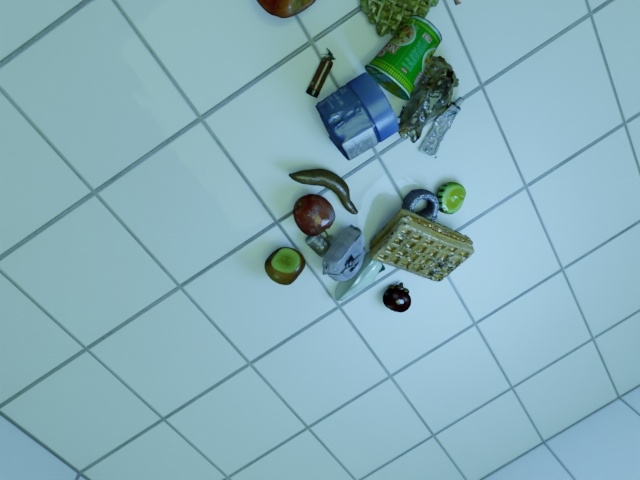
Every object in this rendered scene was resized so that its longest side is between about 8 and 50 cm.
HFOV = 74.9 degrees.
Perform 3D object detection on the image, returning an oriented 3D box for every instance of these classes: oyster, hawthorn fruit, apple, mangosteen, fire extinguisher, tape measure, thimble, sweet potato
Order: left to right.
[{"bbox_3d":[-0.151,0.105,1.734,0.147,0.163,0.146,37,58,-8],"label":"apple"},{"bbox_3d":[-0.104,-0.869,1.347,0.272,0.251,0.206,-38,93,20],"label":"apple"},{"bbox_3d":[-0.027,-0.105,1.679,0.173,0.173,0.172,-3,110,-8],"label":"hawthorn fruit"},{"bbox_3d":[0.003,-0.625,1.557,0.062,0.050,0.177,32,104,21],"label":"fire extinguisher"},{"bbox_3d":[0.038,-0.223,1.695,0.346,0.079,0.108,29,110,-25],"label":"sweet potato"},{"bbox_3d":[0.105,0.076,1.764,0.236,0.120,0.197,-51,143,-10],"label":"tape measure"},{"bbox_3d":[0.351,0.256,1.898,0.140,0.140,0.139,-3,110,-8],"label":"mangosteen"},{"bbox_3d":[0.425,-0.142,1.771,0.150,0.097,0.149,-3,109,-7],"label":"thimble"},{"bbox_3d":[0.399,-0.543,1.607,0.198,0.133,0.336,35,97,-11],"label":"oyster"}]

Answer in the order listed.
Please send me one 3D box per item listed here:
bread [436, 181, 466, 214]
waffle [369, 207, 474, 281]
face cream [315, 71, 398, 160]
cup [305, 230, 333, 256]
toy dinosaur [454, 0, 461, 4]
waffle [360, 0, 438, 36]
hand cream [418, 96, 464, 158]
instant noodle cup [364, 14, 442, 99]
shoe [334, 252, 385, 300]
[{"bbox_3d":[0.554,-0.182,1.789,0.130,0.071,0.139,0,99,-18],"label":"bread"},{"bbox_3d":[0.429,0.026,1.771,0.377,0.113,0.261,19,133,-17],"label":"waffle"},{"bbox_3d":[0.130,-0.447,1.533,0.225,0.249,0.249,-33,111,4],"label":"face cream"},{"bbox_3d":[0.000,0.003,1.767,0.102,0.074,0.099,-43,110,7],"label":"cup"},{"bbox_3d":[0.537,-1.007,1.502,0.102,0.055,0.279,-1,112,1],"label":"toy dinosaur"},{"bbox_3d":[0.273,-0.906,1.481,0.298,0.073,0.317,-26,116,3],"label":"waffle"},{"bbox_3d":[0.495,-0.462,1.694,0.084,0.050,0.256,23,111,-14],"label":"hand cream"},{"bbox_3d":[0.311,-0.663,1.512,0.207,0.207,0.232,33,99,-18],"label":"instant noodle cup"},{"bbox_3d":[0.180,0.183,1.854,0.110,0.095,0.265,32,105,-28],"label":"shoe"}]
